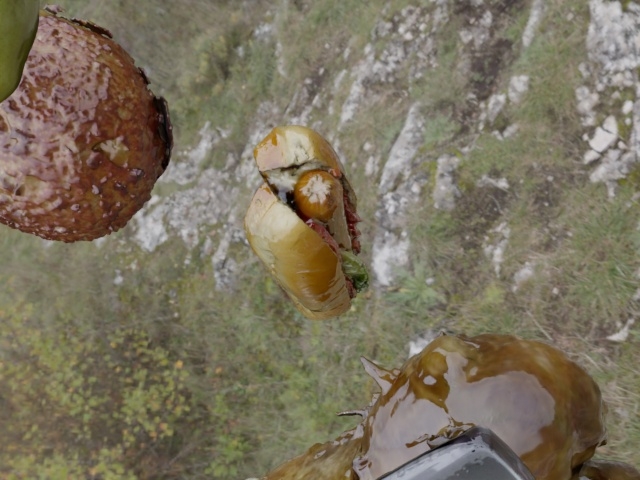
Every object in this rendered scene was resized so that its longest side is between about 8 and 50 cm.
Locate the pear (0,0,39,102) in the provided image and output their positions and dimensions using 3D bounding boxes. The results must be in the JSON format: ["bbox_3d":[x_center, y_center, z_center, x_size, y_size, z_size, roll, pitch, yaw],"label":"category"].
[{"bbox_3d":[-0.358,-0.241,0.600,0.212,0.212,0.269,12,119,47],"label":"pear"}]

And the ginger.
[{"bbox_3d":[0.061,0.211,0.584,0.418,0.176,0.254,-25,102,27],"label":"ginger"}]

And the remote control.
[{"bbox_3d":[0.020,0.165,0.381,0.212,0.059,0.028,-35,19,26],"label":"remote control"}]

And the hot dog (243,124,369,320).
[{"bbox_3d":[0.000,0.000,0.464,0.062,0.236,0.092,-1,76,8],"label":"hot dog"}]

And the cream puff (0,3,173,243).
[{"bbox_3d":[-0.382,-0.141,0.930,0.350,0.350,0.229,-20,19,40],"label":"cream puff"}]
